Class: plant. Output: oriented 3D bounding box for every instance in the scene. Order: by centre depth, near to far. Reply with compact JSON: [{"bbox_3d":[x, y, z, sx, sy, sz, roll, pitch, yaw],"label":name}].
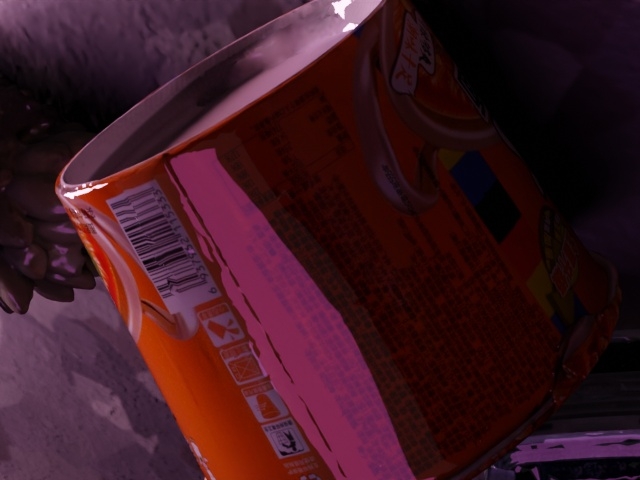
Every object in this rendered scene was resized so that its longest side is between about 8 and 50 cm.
[{"bbox_3d":[-0.210,-0.028,0.824,0.194,0.132,0.129,27,138,7],"label":"plant"}]

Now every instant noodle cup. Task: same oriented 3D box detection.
[{"bbox_3d":[0.000,0.000,0.681,0.250,0.250,0.192,-18,112,37],"label":"instant noodle cup"}]

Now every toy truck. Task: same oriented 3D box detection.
[{"bbox_3d":[0.189,0.192,0.809,0.136,0.162,0.305,-6,122,17],"label":"toy truck"}]
